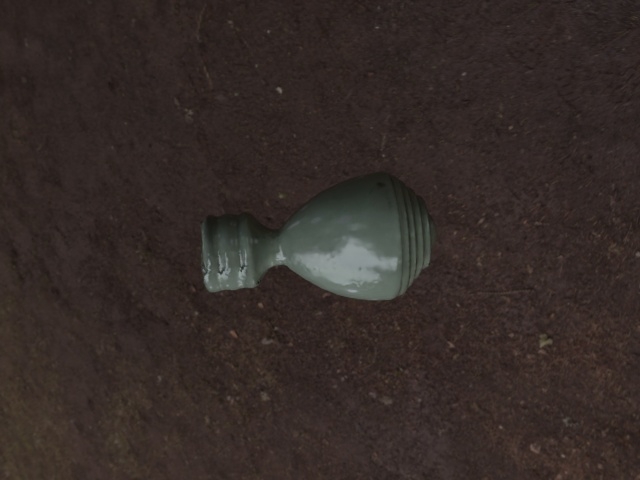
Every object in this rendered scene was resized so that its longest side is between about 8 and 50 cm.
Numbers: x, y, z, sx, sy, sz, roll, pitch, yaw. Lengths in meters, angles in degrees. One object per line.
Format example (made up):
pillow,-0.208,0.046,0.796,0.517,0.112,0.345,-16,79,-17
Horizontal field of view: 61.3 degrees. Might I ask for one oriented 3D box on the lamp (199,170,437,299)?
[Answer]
lamp,0.000,0.000,0.442,0.193,0.106,0.106,-4,109,-4
